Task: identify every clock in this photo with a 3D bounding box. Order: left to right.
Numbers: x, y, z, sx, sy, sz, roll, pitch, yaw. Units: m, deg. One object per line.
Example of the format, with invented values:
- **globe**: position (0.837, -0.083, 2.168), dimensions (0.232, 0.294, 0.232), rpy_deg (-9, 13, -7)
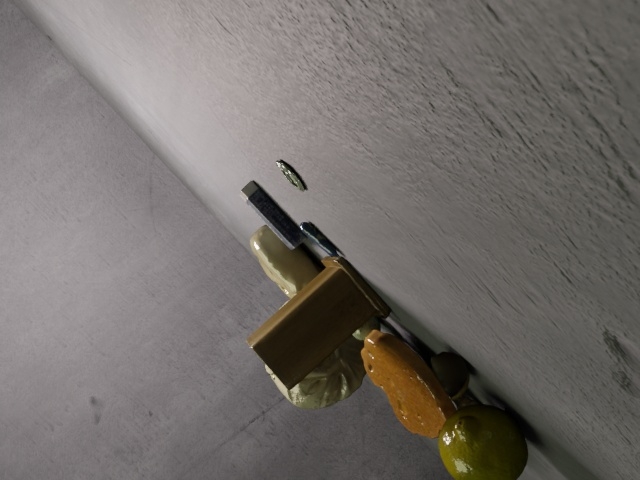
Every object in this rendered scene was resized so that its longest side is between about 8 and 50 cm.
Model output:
- **clock**: position (-0.059, -0.128, 1.354), dimensions (0.074, 0.010, 0.083), rpy_deg (36, 167, 43)

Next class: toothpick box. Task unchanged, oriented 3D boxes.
- **toothpick box**: position (-0.017, 0.205, 1.665), dimensions (0.190, 0.308, 0.187), rpy_deg (50, 170, -8)

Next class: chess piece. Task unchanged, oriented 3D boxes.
- **chess piece**: position (0.324, 0.377, 1.676), dimensions (0.172, 0.060, 0.060), rpy_deg (42, 170, 37)

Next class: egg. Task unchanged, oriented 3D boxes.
- **egg**: position (0.122, 0.235, 1.845), dimensions (0.085, 0.085, 0.110), rpy_deg (38, 164, 40)

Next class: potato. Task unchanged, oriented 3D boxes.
- **potato**: position (0.285, 0.287, 1.442), dimensions (0.103, 0.066, 0.096), rpy_deg (46, -159, -69)

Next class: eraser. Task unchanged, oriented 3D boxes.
- **eraser**: position (-0.129, -0.064, 1.804), dimensions (0.212, 0.046, 0.092), rpy_deg (46, 171, -2)

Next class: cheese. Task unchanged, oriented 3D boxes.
- **cheese**: position (-0.056, 0.106, 1.940), dimensions (0.351, 0.129, 0.328), rpy_deg (36, 167, 49)

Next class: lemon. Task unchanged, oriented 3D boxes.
- **lemon**: position (0.356, 0.452, 1.463), dimensions (0.184, 0.184, 0.248), rpy_deg (36, 172, 45)

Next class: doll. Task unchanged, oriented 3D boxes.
- **doll**: position (0.000, 0.000, 1.591), dimensions (0.125, 0.027, 0.037), rpy_deg (42, 170, 8)

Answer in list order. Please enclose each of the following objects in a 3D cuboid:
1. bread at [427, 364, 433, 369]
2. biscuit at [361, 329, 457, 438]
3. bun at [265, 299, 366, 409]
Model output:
- **bread**: position (0.286, 0.385, 1.821), dimensions (0.130, 0.071, 0.139), rpy_deg (49, 171, 7)
- **biscuit**: position (0.223, 0.371, 1.743), dimensions (0.312, 0.057, 0.351), rpy_deg (49, 158, 21)
- **bun**: position (-0.005, 0.339, 2.122), dimensions (0.359, 0.360, 0.211), rpy_deg (47, 155, -3)
